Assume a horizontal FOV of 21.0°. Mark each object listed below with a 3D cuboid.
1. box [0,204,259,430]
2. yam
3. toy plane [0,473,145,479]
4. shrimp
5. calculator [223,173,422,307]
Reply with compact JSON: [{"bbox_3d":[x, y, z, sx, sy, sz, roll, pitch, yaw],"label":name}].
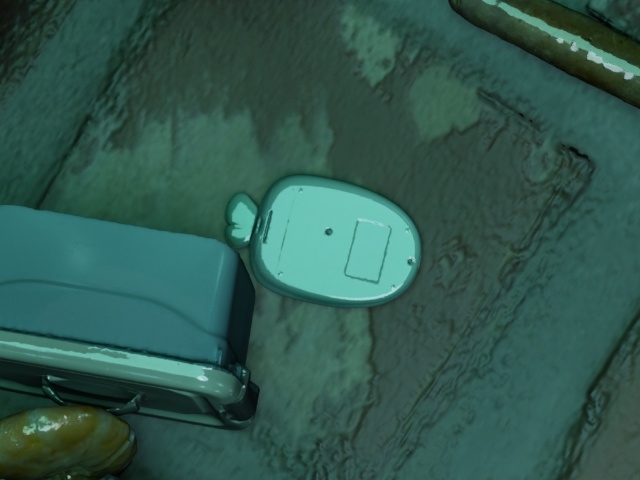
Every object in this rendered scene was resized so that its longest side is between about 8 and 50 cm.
[{"bbox_3d":[-0.153,0.063,1.243,0.227,0.162,0.130,8,74,7],"label":"box"},{"bbox_3d":[0.210,-0.133,1.271,0.264,0.046,0.046,28,88,9],"label":"yam"},{"bbox_3d":[-0.202,0.232,1.188,0.244,0.245,0.117,-25,55,4],"label":"toy plane"},{"bbox_3d":[-0.225,0.179,1.259,0.236,0.133,0.053,-38,62,32],"label":"shrimp"},{"bbox_3d":[0.000,0.000,1.295,0.153,0.021,0.095,14,85,5],"label":"calculator"}]
